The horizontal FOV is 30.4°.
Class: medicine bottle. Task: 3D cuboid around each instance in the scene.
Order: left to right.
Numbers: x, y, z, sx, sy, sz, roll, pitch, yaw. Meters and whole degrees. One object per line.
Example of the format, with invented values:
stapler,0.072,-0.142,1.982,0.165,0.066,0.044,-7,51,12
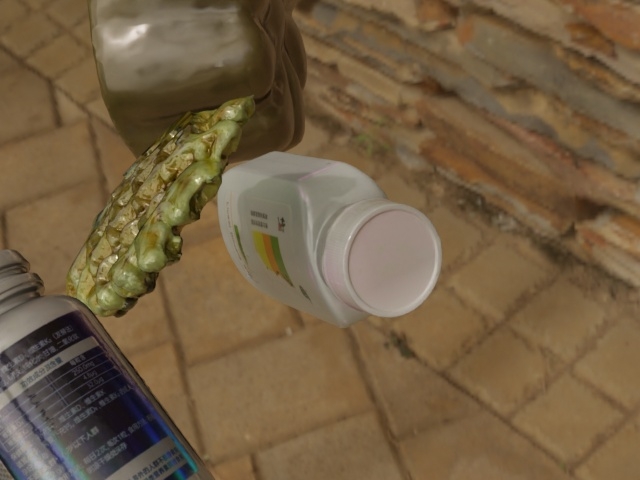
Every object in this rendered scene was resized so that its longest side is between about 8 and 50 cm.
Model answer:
medicine bottle,-0.154,0.103,0.687,0.107,0.107,0.191,-36,82,-19
medicine bottle,0.000,0.000,1.186,0.111,0.161,0.296,-25,19,-23

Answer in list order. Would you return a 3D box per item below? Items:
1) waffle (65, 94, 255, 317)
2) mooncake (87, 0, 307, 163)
waffle,-0.149,-0.027,1.014,0.223,0.054,0.204,-18,44,60
mooncake,-0.129,-0.268,1.446,0.201,0.378,0.378,-4,45,13
